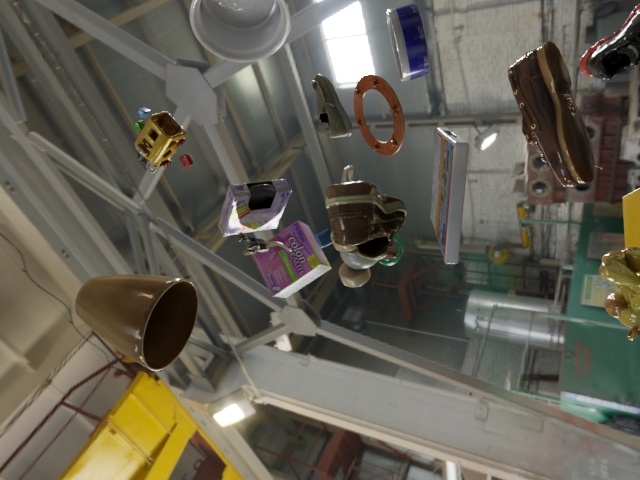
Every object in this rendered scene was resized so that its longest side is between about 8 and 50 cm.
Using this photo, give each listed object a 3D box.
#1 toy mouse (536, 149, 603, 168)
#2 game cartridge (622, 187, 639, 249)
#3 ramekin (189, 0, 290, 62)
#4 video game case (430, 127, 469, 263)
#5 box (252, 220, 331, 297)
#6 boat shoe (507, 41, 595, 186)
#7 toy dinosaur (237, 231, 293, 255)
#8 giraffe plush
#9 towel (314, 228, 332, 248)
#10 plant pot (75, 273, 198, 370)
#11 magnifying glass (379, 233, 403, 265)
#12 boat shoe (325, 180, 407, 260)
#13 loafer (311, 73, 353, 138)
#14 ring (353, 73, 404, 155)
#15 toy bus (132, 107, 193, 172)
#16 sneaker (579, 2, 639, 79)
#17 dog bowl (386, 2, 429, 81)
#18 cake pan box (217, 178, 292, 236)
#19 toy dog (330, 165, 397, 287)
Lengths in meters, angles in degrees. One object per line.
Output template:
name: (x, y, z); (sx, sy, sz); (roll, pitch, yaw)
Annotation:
toy mouse: (0.655, -0.220, 1.277); (0.143, 0.161, 0.031); (5, -76, -83)
game cartridge: (1.056, -0.091, 1.382); (0.053, 0.324, 0.285); (30, -124, -14)
ramekin: (-0.229, -0.664, 1.347); (0.277, 0.277, 0.135); (42, -145, -55)
video game case: (0.238, -0.099, 0.894); (0.285, 0.025, 0.203); (-66, -23, -70)
box: (-0.118, 0.080, 1.910); (0.213, 0.243, 0.117); (62, -165, 21)
boat shoe: (0.321, -0.169, 0.664); (0.073, 0.073, 0.206); (-1, -104, -35)
toy dinosaur: (-0.214, 0.015, 1.630); (0.118, 0.268, 0.064); (20, -103, -36)
giraffe plush: (0.786, 0.142, 1.171); (0.182, 0.210, 0.170); (-13, -54, -17)
towel: (0.000, 0.000, 2.090); (0.067, 0.120, 0.029); (66, -166, 5)
plant pot: (-0.489, 0.184, 1.219); (0.237, 0.255, 0.237); (13, -90, -75)
magnifying glass: (0.222, -0.029, 1.515); (0.026, 0.092, 0.230); (34, -127, -51)
boat shoe: (0.070, -0.017, 0.701); (0.257, 0.095, 0.095); (9, -104, -65)
loafer: (0.022, -0.443, 1.567); (0.094, 0.088, 0.251); (68, 177, -70)
ring: (0.225, -0.501, 1.914); (0.032, 0.337, 0.336); (-25, -59, -20)
toy bus: (-0.485, -0.277, 1.376); (0.104, 0.191, 0.202); (-43, -45, -56)
sneaker: (0.809, -0.518, 1.202); (0.098, 0.276, 0.135); (35, -146, -16)
dog bowl: (0.329, -0.744, 1.779); (0.265, 0.104, 0.264); (-13, -90, -81)
cake pan box: (-0.260, -0.132, 1.869); (0.246, 0.070, 0.266); (-11, -31, -31)
toy dog: (0.142, -0.034, 1.271); (0.220, 0.161, 0.333); (59, -143, -54)
